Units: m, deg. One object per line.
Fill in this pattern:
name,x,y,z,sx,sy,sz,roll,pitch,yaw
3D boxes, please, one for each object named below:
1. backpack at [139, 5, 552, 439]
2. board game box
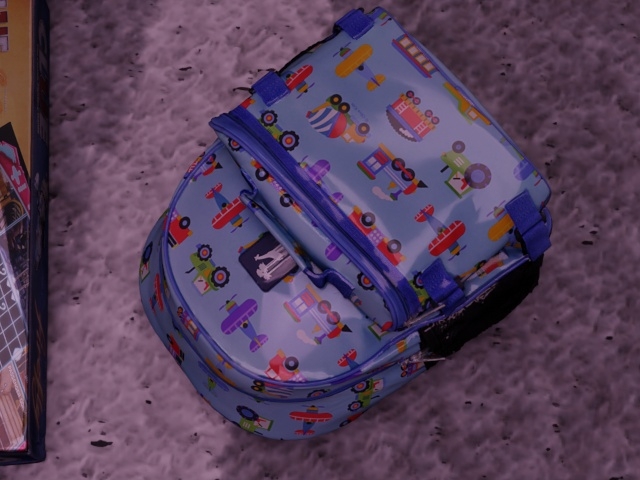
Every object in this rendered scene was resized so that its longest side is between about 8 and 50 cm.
backpack,0.000,0.000,0.611,0.173,0.117,0.158,-35,76,-7
board game box,-0.218,-0.010,0.648,0.165,0.042,0.243,-2,73,-1
